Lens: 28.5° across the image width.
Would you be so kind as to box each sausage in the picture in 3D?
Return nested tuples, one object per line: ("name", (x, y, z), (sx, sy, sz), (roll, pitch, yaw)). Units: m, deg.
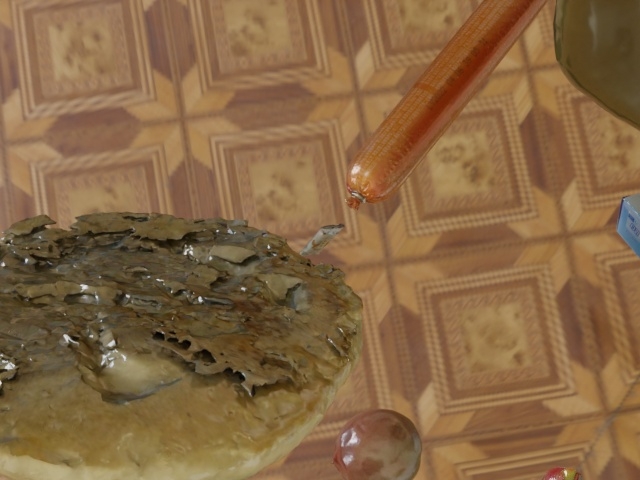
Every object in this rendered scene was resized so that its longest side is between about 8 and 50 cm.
("sausage", (0.130, -0.159, 1.214), (0.053, 0.053, 0.348), (37, 72, 6))

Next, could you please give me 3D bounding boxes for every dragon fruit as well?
("dragon fruit", (0.322, 0.346, 1.709), (0.060, 0.083, 0.056), (17, 55, 29))

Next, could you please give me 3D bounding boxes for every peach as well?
("peach", (0.052, 0.194, 1.158), (0.083, 0.083, 0.083), (1, 76, -3))

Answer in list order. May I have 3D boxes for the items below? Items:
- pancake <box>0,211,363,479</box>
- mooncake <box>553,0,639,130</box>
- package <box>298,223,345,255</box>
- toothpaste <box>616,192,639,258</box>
("pancake", (-0.116, 0.039, 0.580), (0.282, 0.282, 0.049), (4, 108, -2))
("mooncake", (0.370, -0.237, 0.998), (0.378, 0.378, 0.200), (12, 53, 0))
("package", (0.000, 0.000, 1.854), (0.037, 0.110, 0.015), (-2, 69, -23))
("toothpaste", (0.389, 0.048, 1.229), (0.066, 0.053, 0.272), (-15, 46, -15))
